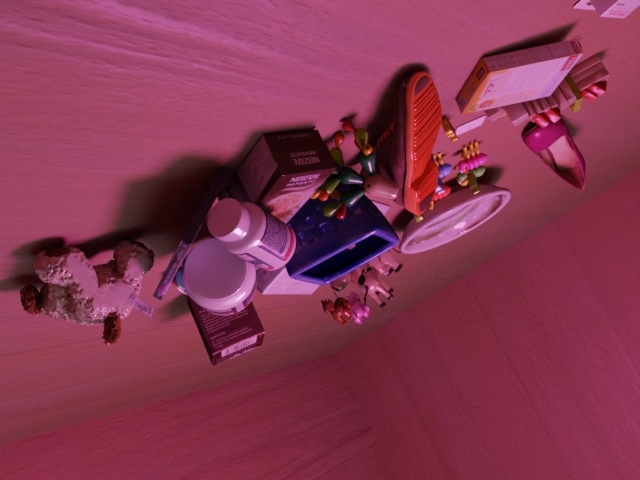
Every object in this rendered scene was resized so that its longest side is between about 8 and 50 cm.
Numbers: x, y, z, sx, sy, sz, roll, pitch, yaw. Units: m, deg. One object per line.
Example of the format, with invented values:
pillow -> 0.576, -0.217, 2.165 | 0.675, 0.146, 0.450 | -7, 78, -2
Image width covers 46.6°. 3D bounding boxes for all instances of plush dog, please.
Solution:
plush dog -> -0.498, 0.114, 1.574 | 0.225, 0.211, 0.262 | -8, 180, 44

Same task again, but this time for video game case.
video game case -> -0.271, -0.010, 1.543 | 0.274, 0.026, 0.196 | -48, -164, 54

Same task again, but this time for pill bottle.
pill bottle -> -0.138, -0.015, 1.479 | 0.108, 0.108, 0.180 | -31, 148, 17
pill bottle -> -0.224, 0.081, 1.662 | 0.162, 0.162, 0.278 | -23, 172, -8

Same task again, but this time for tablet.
tablet -> 0.382, -0.293, 1.904 | 0.083, 0.006, 0.054 | -23, 164, -7

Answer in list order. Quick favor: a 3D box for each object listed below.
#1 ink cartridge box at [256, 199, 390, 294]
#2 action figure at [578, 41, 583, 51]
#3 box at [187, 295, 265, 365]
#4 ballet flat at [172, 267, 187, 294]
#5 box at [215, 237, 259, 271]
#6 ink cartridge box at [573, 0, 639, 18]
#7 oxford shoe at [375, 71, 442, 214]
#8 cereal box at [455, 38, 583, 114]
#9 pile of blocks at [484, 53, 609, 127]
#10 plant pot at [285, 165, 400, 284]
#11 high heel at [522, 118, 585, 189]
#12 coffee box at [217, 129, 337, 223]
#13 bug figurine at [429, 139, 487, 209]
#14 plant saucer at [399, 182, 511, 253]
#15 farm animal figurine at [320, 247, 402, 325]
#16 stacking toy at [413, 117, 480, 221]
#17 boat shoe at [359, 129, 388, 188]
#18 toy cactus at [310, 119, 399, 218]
ink cartridge box -> 0.000, 0.000, 2.174 | 0.385, 0.091, 0.308 | -49, 157, 15
action figure -> 0.543, -0.419, 1.711 | 0.115, 0.030, 0.038 | -25, 159, 17
box -> -0.280, 0.233, 2.195 | 0.168, 0.203, 0.167 | -21, 164, -14
ballet flat -> -0.328, 0.109, 1.992 | 0.079, 0.077, 0.221 | -13, 175, 38
box -> -0.214, 0.037, 1.936 | 0.183, 0.059, 0.232 | -38, 160, 28
ink cartridge box -> 0.611, -0.504, 1.487 | 0.104, 0.060, 0.180 | -12, 159, -40
oxford shoe -> 0.173, -0.208, 1.590 | 0.130, 0.132, 0.364 | -46, 149, -33
cereal box -> 0.440, -0.363, 1.657 | 0.240, 0.047, 0.173 | -15, 161, -16
pile of blocks -> 0.571, -0.338, 1.856 | 0.362, 0.113, 0.149 | -21, 163, -14
plant pot -> 0.022, -0.042, 1.771 | 0.235, 0.212, 0.236 | -30, 163, 13
high heel -> 0.720, -0.253, 2.220 | 0.127, 0.181, 0.377 | -34, 162, 27
coffee box -> -0.096, -0.119, 1.552 | 0.141, 0.098, 0.246 | -13, 160, -35
bug figurine -> 0.372, -0.183, 2.113 | 0.216, 0.072, 0.279 | -27, 164, 2
plant saucer -> 0.422, -0.091, 2.428 | 0.400, 0.101, 0.400 | -23, 163, -8
farm animal figurine -> 0.126, 0.109, 2.355 | 0.327, 0.172, 0.330 | -50, -172, -34
stacking toy -> 0.266, -0.166, 1.759 | 0.166, 0.221, 0.052 | -30, 143, 21
boat shoe -> 0.130, -0.194, 1.739 | 0.063, 0.059, 0.170 | -4, 133, -37
toy cactus -> 0.081, -0.133, 1.584 | 0.112, 0.180, 0.219 | -93, -157, -71
